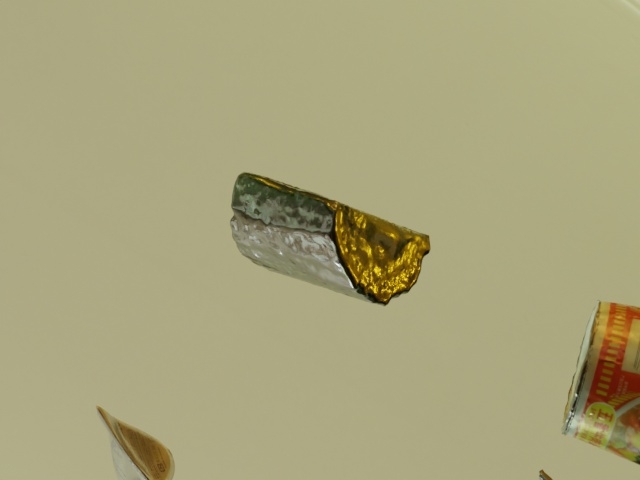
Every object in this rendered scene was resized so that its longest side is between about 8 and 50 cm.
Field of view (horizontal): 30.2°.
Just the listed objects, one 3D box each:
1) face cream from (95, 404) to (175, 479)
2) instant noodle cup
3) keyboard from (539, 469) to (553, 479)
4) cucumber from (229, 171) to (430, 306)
[{"bbox_3d":[-0.224,0.262,1.423,0.070,0.224,0.114,-37,-103,-9],"label":"face cream"},{"bbox_3d":[0.335,0.146,1.067,0.212,0.193,0.193,15,-68,10],"label":"instant noodle cup"},{"bbox_3d":[0.315,0.374,1.565,0.014,0.055,0.176,-28,-48,-13],"label":"keyboard"},{"bbox_3d":[0.000,0.000,0.793,0.116,0.115,0.062,16,-91,-52],"label":"cucumber"}]
